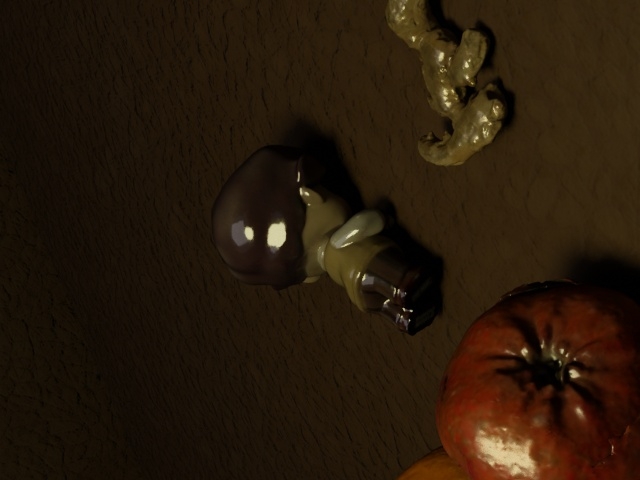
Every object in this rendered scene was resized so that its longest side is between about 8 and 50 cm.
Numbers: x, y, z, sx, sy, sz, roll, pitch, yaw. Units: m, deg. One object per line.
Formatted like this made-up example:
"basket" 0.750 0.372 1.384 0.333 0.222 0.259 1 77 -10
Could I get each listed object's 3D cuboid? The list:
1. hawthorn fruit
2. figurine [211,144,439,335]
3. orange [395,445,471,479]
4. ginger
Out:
"hawthorn fruit" 0.288 0.204 1.529 0.276 0.276 0.307 31 168 48
"figurine" 0.014 -0.014 1.948 0.365 0.206 0.218 17 156 25
"orange" 0.208 0.408 1.772 0.312 0.312 0.312 42 146 37
"ginger" 0.151 -0.212 1.606 0.149 0.065 0.258 4 111 46
